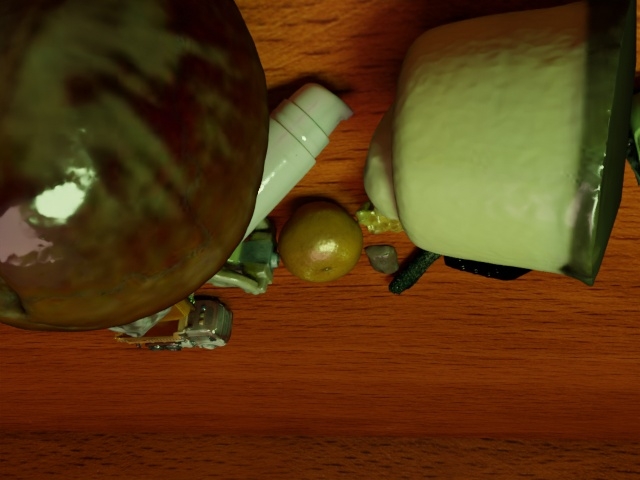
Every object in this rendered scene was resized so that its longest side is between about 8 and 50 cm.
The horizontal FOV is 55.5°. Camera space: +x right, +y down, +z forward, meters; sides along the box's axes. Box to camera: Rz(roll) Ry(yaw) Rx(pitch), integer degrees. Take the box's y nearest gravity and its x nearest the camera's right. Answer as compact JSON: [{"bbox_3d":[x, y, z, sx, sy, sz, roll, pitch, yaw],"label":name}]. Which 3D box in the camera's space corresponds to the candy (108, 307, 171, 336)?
[{"bbox_3d":[-0.409,0.082,1.175,0.289,0.157,0.214,12,138,43],"label":"candy"}]

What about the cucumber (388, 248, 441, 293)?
[{"bbox_3d":[0.208,0.045,1.249,0.043,0.044,0.257,-33,166,-33],"label":"cucumber"}]

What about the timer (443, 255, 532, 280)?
[{"bbox_3d":[0.354,0.023,1.202,0.187,0.055,0.144,14,149,-26],"label":"timer"}]

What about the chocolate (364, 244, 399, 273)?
[{"bbox_3d":[0.130,0.046,1.274,0.064,0.031,0.101,-1,151,13],"label":"chocolate"}]

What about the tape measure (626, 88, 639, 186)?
[{"bbox_3d":[0.459,-0.133,0.828,0.087,0.177,0.154,-14,134,20],"label":"tape measure"}]

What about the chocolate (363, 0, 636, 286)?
[{"bbox_3d":[0.215,-0.132,0.744,0.297,0.326,0.314,13,132,28],"label":"chocolate"}]

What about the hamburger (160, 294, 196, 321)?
[{"bbox_3d":[-0.368,0.129,1.381,0.165,0.087,0.137,-6,142,15],"label":"hamburger"}]

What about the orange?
[{"bbox_3d":[0.000,0.000,1.100,0.158,0.136,0.159,-8,145,-6],"label":"orange"}]

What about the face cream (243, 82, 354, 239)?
[{"bbox_3d":[-0.100,-0.080,0.851,0.345,0.102,0.102,-48,137,-1],"label":"face cream"}]

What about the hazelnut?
[{"bbox_3d":[-0.230,-0.109,0.650,0.402,0.429,0.402,18,162,6],"label":"hazelnut"}]

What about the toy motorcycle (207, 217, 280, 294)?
[{"bbox_3d":[-0.199,-0.027,1.051,0.236,0.169,0.410,4,155,9],"label":"toy motorcycle"}]

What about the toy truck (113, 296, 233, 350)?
[{"bbox_3d":[-0.359,0.204,1.495,0.270,0.114,0.135,-5,153,17],"label":"toy truck"}]

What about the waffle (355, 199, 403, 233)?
[{"bbox_3d":[0.154,-0.053,1.013,0.219,0.057,0.229,-12,170,37],"label":"waffle"}]
